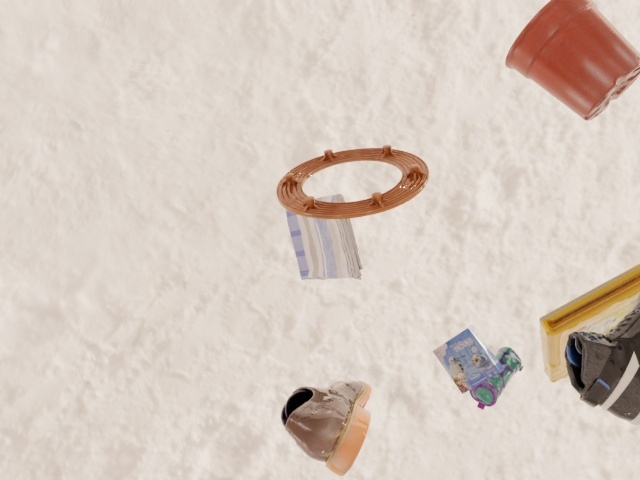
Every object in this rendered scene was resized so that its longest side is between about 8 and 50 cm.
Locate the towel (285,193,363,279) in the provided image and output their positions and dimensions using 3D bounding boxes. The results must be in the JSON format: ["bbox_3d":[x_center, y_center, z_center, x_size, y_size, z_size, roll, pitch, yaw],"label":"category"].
[{"bbox_3d":[0.000,0.000,1.633,0.034,0.285,0.209,-16,94,-29],"label":"towel"}]

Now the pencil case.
[{"bbox_3d":[0.376,0.291,1.404,0.152,0.064,0.070,-32,137,-46],"label":"pencil case"}]

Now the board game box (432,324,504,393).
[{"bbox_3d":[0.250,0.203,1.122,0.020,0.090,0.090,-19,70,-49],"label":"board game box"}]

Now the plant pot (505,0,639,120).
[{"bbox_3d":[0.678,-0.474,1.725,0.272,0.272,0.265,-37,73,-12],"label":"plant pot"}]

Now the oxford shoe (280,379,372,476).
[{"bbox_3d":[0.008,0.293,1.163,0.133,0.363,0.130,27,87,2],"label":"oxford shoe"}]

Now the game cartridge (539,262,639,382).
[{"bbox_3d":[0.604,0.178,1.394,0.285,0.052,0.323,-29,143,3],"label":"game cartridge"}]

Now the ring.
[{"bbox_3d":[0.067,-0.139,1.429,0.336,0.336,0.032,-21,120,-18],"label":"ring"}]

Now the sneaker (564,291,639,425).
[{"bbox_3d":[0.402,0.129,0.893,0.121,0.079,0.217,24,56,7],"label":"sneaker"}]
